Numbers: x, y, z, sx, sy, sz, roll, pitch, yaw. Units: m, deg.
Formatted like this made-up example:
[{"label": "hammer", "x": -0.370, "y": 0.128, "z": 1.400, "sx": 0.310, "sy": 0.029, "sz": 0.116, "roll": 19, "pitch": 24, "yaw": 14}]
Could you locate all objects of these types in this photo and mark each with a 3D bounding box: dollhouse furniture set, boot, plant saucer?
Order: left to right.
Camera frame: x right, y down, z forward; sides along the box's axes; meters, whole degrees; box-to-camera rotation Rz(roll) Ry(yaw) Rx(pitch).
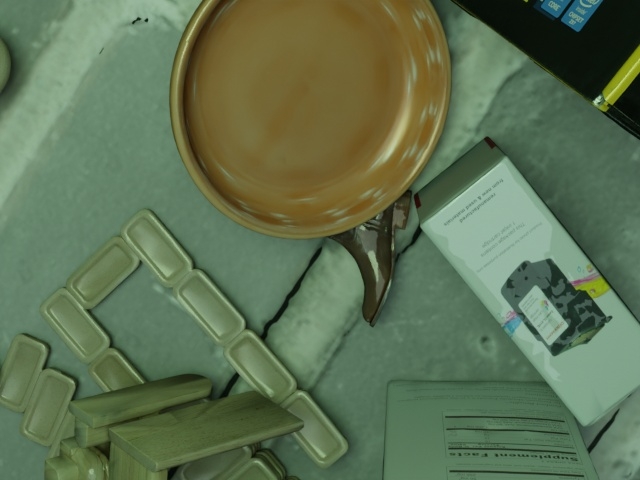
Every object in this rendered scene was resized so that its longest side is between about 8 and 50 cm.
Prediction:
[{"label": "dollhouse furniture set", "x": -0.111, "y": 0.181, "z": 0.917, "sx": 0.144, "sy": 0.123, "sz": 0.151, "roll": 25, "pitch": 116, "yaw": 44}, {"label": "plant saucer", "x": -0.008, "y": -0.100, "z": 0.859, "sx": 0.200, "sy": 0.037, "sz": 0.200, "roll": -8, "pitch": 112, "yaw": -21}, {"label": "boot", "x": 0.000, "y": 0.000, "z": 0.923, "sx": 0.114, "sy": 0.037, "sz": 0.106, "roll": 12, "pitch": 89, "yaw": -2}]

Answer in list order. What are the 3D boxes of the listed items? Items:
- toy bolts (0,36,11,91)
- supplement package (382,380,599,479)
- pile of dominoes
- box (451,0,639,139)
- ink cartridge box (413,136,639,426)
[{"label": "toy bolts", "x": -0.269, "y": -0.183, "z": 0.834, "sx": 0.158, "sy": 0.218, "sz": 0.229, "roll": 19, "pitch": 120, "yaw": -6}, {"label": "supplement package", "x": 0.107, "y": 0.193, "z": 0.850, "sx": 0.133, "sy": 0.244, "sz": 0.139, "roll": 0, "pitch": 101, "yaw": 4}, {"label": "pile of dominoes", "x": -0.115, "y": 0.130, "z": 0.971, "sx": 0.196, "sy": 0.040, "sz": 0.251, "roll": -41, "pitch": 88, "yaw": 11}, {"label": "box", "x": 0.181, "y": -0.217, "z": 0.726, "sx": 0.079, "sy": 0.322, "sz": 0.257, "roll": 28, "pitch": 105, "yaw": -30}, {"label": "ink cartridge box", "x": 0.145, "y": 0.024, "z": 0.873, "sx": 0.072, "sy": 0.127, "sz": 0.175, "roll": -39, "pitch": 97, "yaw": 8}]
